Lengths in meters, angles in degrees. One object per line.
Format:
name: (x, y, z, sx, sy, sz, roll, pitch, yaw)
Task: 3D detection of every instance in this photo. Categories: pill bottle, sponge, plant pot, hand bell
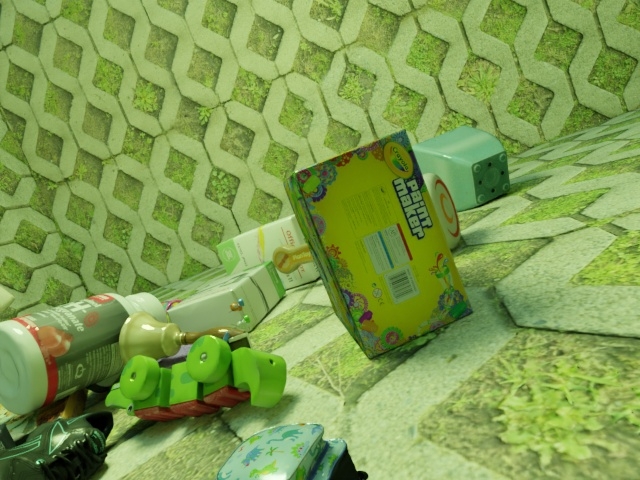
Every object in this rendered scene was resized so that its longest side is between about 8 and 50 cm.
pill bottle: (-0.486, 0.210, 0.952, 0.177, 0.176, 0.319, -18, -1, 31)
sponge: (-0.274, 0.251, 0.988, 0.210, 0.031, 0.117, -18, 8, 20)
plant pot: (0.503, -0.234, 1.570, 0.247, 0.247, 0.252, -24, 25, -16)
hand bell: (-0.263, 0.198, 0.921, 0.242, 0.126, 0.126, -7, 11, 18)

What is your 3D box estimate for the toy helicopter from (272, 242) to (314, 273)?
toy helicopter: (0.002, 0.004, 1.209, 0.355, 0.234, 0.140, -17, 8, 36)

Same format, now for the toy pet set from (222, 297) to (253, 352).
toy pet set: (-0.157, 0.181, 0.819, 0.065, 0.122, 0.114, -17, -15, -20)

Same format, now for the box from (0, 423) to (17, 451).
box: (-0.522, 0.359, 0.646, 0.156, 0.093, 0.158, -26, 7, -28)

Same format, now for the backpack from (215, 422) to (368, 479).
backpack: (-0.036, 0.203, 0.366, 0.115, 0.084, 0.105, -22, 4, 24)

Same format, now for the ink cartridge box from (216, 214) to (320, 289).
ink cartridge box: (-0.121, 0.042, 1.418, 0.354, 0.206, 0.119, -20, 5, 23)

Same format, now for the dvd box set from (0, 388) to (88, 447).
dvd box set: (-0.639, 0.390, 0.914, 0.308, 0.062, 0.420, -24, 7, -22)

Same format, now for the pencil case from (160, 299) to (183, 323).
pencil case: (-0.522, 0.255, 1.508, 0.237, 0.104, 0.104, -18, 7, 44)

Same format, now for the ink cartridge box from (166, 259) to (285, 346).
ink cartridge box: (-0.237, 0.164, 1.209, 0.199, 0.114, 0.273, -20, 7, 17)

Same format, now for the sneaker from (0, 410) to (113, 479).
sneaker: (-0.354, 0.293, 0.607, 0.106, 0.101, 0.267, -21, 6, -12)

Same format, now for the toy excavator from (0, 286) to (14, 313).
toy excavator: (-0.627, 0.236, 0.573, 0.433, 0.222, 0.445, -21, 31, 47)

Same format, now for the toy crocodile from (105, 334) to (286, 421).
toy crocodile: (-0.195, 0.223, 0.692, 0.341, 0.105, 0.115, -20, -35, 24)

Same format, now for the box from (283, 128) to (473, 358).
box: (0.074, -0.003, 0.780, 0.177, 0.289, 0.279, -23, 7, -6)

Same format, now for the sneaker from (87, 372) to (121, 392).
sneaker: (-0.493, 0.263, 1.127, 0.144, 0.090, 0.270, -54, 5, -2)

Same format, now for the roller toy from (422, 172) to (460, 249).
roller toy: (0.235, -0.053, 1.099, 0.146, 0.190, 0.209, -18, -4, 30)
